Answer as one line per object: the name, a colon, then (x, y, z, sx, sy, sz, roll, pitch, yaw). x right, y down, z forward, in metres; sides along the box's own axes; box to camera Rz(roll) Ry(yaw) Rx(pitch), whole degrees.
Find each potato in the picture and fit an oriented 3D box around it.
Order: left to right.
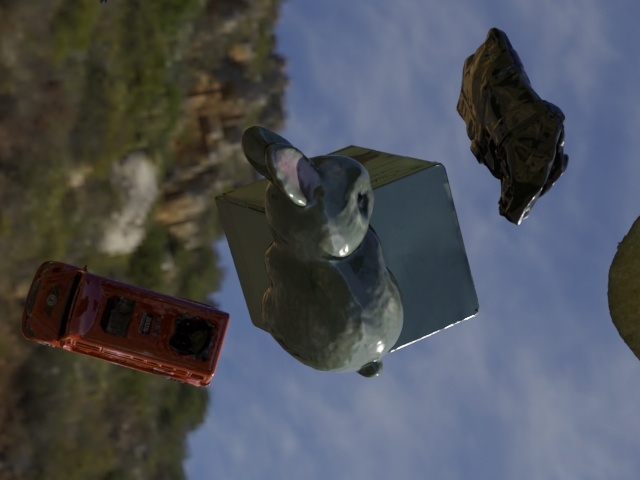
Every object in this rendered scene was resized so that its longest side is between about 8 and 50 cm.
potato: (0.394, 0.041, 1.701, 0.182, 0.117, 0.202, 49, -64, 35)

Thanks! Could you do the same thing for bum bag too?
bum bag: (0.148, -0.093, 1.340, 0.198, 0.049, 0.087, -109, -148, -54)

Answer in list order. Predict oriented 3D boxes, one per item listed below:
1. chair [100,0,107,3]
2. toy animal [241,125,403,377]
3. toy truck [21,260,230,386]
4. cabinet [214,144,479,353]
chair: (-0.182, -0.227, 1.223, 0.084, 0.212, 0.101, 114, -42, -59)
toy animal: (0.008, -0.001, 1.347, 0.138, 0.108, 0.236, 47, -28, 34)
toy truck: (-0.244, 0.101, 2.177, 0.114, 0.252, 0.107, 146, -40, -78)
cabinet: (0.020, 0.005, 1.604, 0.206, 0.145, 0.150, 19, -52, 63)
